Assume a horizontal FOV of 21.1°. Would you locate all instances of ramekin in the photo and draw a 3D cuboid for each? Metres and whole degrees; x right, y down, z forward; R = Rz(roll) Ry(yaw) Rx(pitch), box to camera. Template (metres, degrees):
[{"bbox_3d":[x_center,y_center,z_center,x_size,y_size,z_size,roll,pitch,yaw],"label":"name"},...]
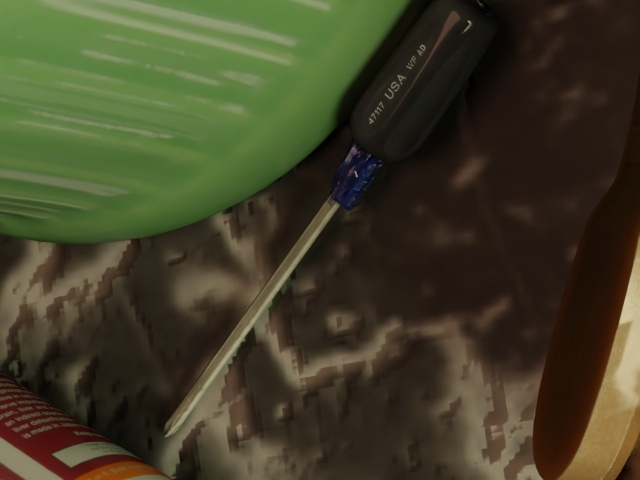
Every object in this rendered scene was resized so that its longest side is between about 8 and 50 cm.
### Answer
[{"bbox_3d":[-0.113,-0.150,0.489,0.303,0.148,0.303,-1,89,34],"label":"ramekin"}]

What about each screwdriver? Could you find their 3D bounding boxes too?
[{"bbox_3d":[0.000,0.000,0.493,0.025,0.024,0.170,31,115,0],"label":"screwdriver"}]

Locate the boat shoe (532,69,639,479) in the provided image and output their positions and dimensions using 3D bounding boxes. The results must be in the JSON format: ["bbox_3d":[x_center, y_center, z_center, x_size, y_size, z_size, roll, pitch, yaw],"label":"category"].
[{"bbox_3d":[0.109,-0.034,0.394,0.073,0.073,0.207,13,102,-5],"label":"boat shoe"}]

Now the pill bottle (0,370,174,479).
[{"bbox_3d":[-0.113,0.080,0.524,0.152,0.086,0.086,27,104,31],"label":"pill bottle"}]
